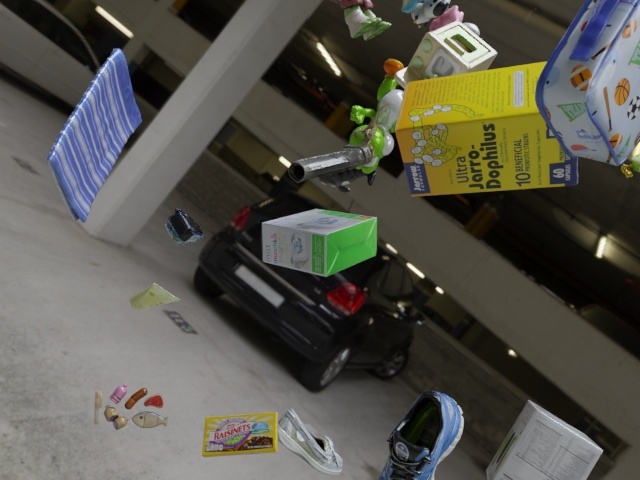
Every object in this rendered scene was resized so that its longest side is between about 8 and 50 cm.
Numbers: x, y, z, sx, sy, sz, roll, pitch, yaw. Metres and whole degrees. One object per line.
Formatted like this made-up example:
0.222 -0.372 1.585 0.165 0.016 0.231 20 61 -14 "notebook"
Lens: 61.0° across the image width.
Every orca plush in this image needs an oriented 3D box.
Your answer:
0.074 -0.237 2.022 0.102 0.151 0.287 -20 29 -38 "orca plush"

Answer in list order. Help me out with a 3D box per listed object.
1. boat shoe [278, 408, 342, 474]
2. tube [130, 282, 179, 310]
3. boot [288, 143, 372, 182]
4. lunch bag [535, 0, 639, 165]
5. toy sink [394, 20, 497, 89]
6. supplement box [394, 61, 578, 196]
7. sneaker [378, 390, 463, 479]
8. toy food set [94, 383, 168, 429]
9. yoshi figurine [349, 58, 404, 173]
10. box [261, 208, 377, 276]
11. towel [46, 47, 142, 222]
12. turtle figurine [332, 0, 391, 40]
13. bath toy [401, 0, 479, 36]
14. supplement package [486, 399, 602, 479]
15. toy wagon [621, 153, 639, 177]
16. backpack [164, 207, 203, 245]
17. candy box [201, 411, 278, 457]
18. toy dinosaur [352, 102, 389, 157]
-0.025 0.674 1.809 0.320 0.103 0.118 43 -4 -24 "boat shoe"
-0.520 0.174 1.676 0.070 0.062 0.240 -6 -8 -40 "tube"
0.012 -0.202 1.467 0.076 0.208 0.189 68 -19 -6 "boot"
0.469 -0.289 0.852 0.243 0.303 0.115 32 -3 -40 "lunch bag"
0.338 -0.475 1.462 0.153 0.234 0.131 46 -36 13 "toy sink"
0.366 -0.240 1.194 0.356 0.195 0.194 -3 -45 23 "supplement box"
0.164 0.438 1.054 0.129 0.330 0.147 12 -25 37 "sneaker"
-0.323 0.285 0.931 0.122 0.078 0.019 1 -7 -12 "toy food set"
0.205 -0.392 1.750 0.203 0.362 0.203 23 7 -33 "yoshi figurine"
0.000 0.000 1.576 0.231 0.127 0.262 12 19 36 "box"
-0.493 -0.234 1.218 0.040 0.336 0.243 15 -30 -1 "towel"
0.088 -0.597 1.185 0.266 0.274 0.198 64 -6 -4 "turtle figurine"
0.462 -0.830 2.079 0.348 0.129 0.151 25 -9 -33 "bath toy"
0.639 0.642 1.582 0.198 0.263 0.199 31 0 16 "supplement package"
1.121 -0.257 1.675 0.267 0.344 0.068 -75 155 -54 "toy wagon"
-0.435 -0.035 1.734 0.105 0.084 0.114 55 5 11 "backpack"
-0.218 0.529 1.484 0.027 0.205 0.105 76 9 -53 "candy box"
0.144 -0.323 1.600 0.053 0.183 0.092 33 45 24 "toy dinosaur"
